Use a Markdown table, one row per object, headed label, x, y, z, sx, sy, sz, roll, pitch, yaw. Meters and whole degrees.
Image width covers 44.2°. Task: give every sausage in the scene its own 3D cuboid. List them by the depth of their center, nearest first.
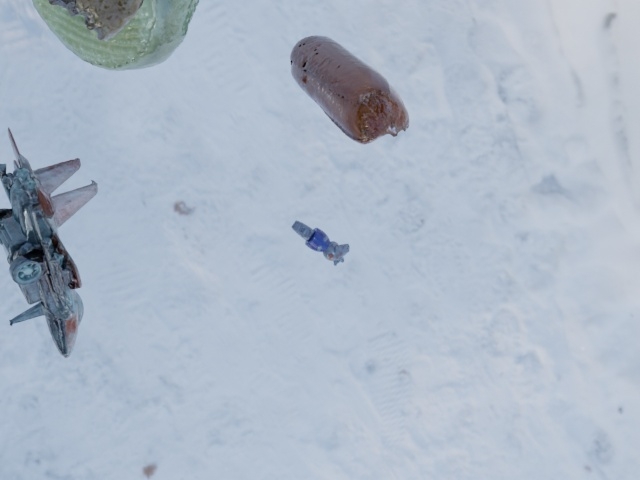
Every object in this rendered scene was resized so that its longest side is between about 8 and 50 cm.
| label | x | y | z | sx | sy | sz | roll | pitch | yaw |
| --- | --- | --- | --- | --- | --- | --- | --- | --- | --- |
| sausage | 0.033 | -0.241 | 1.219 | 0.102 | 0.330 | 0.102 | -12 | 124 | -18 |

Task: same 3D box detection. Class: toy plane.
| label | x | y | z | sx | sy | sz | roll | pitch | yaw |
| --- | --- | --- | --- | --- | --- | --- | --- | --- | --- |
| toy plane | -0.330 | 0.037 | 0.941 | 0.104 | 0.223 | 0.327 | -15 | 136 | -33 |

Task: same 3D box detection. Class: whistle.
| label | x | y | z | sx | sy | sz | roll | pitch | yaw |
| --- | --- | --- | --- | --- | --- | --- | --- | --- | --- |
| whistle | 0.000 | 0.000 | 1.016 | 0.083 | 0.029 | 0.033 | 34 | 91 | -14 |

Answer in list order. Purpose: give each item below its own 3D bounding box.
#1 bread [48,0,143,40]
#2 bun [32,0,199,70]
| label | x | y | z | sx | sy | sz | roll | pitch | yaw |
| --- | --- | --- | --- | --- | --- | --- | --- | --- | --- |
| bread | -0.165 | -0.192 | 0.524 | 0.082 | 0.060 | 0.113 | -52 | 139 | 6 |
| bun | -0.214 | -0.279 | 0.841 | 0.118 | 0.195 | 0.196 | -46 | 135 | -46 |
